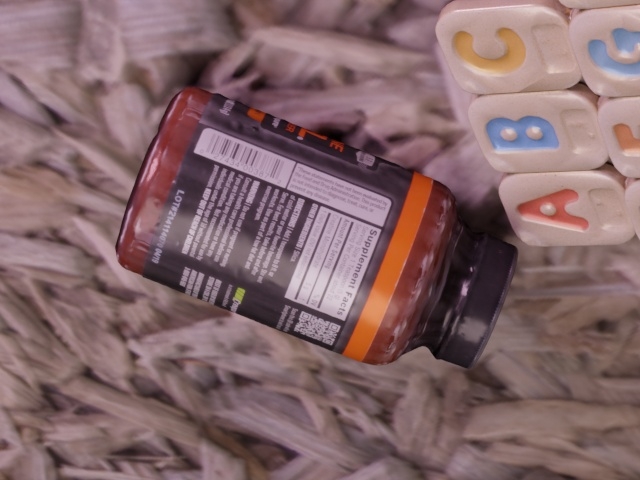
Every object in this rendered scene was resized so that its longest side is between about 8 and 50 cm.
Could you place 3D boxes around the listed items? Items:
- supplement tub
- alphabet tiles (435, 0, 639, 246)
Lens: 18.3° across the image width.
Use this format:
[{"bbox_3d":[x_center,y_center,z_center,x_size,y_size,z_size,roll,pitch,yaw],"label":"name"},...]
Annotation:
[{"bbox_3d":[0.000,0.000,1.041,0.198,0.106,0.106,22,142,-2],"label":"supplement tub"},{"bbox_3d":[0.202,-0.056,0.950,0.278,0.021,0.284,-1,138,26],"label":"alphabet tiles"}]
